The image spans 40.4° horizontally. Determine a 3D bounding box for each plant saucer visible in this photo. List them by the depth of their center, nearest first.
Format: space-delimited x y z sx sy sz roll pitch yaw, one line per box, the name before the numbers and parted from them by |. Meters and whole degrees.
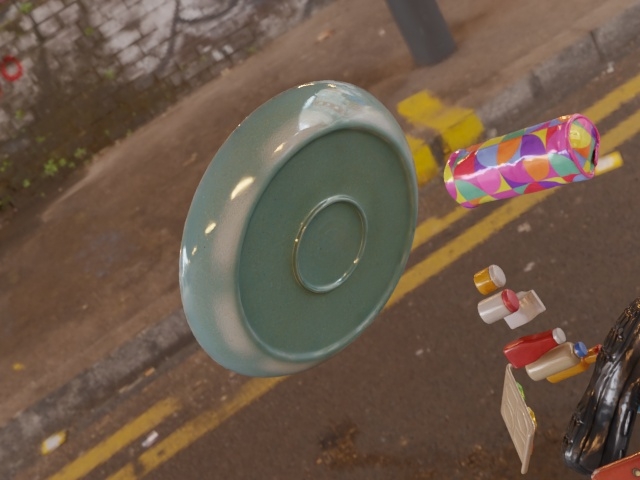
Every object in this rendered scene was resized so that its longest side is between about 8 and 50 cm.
plant saucer | 0.000 0.000 0.881 0.043 0.318 0.317 25 58 41

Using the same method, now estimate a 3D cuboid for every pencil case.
pencil case | 0.297 -0.114 1.293 0.236 0.104 0.104 -14 29 48

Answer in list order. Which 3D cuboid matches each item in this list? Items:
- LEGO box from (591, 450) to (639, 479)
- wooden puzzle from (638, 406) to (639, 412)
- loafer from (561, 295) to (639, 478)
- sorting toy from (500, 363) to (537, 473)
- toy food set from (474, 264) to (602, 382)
LEGO box | 0.547 0.274 0.714 0.193 0.372 0.500 3 -31 -48
wooden puzzle | 0.395 0.193 1.101 0.083 0.006 0.049 -1 63 37
loafer | 0.346 0.168 0.986 0.076 0.078 0.223 -42 -28 -78
sorting toy | 0.489 0.436 2.136 0.038 0.193 0.208 -8 45 -2
toy food set | 0.346 0.133 1.384 0.104 0.232 0.111 -31 8 34
